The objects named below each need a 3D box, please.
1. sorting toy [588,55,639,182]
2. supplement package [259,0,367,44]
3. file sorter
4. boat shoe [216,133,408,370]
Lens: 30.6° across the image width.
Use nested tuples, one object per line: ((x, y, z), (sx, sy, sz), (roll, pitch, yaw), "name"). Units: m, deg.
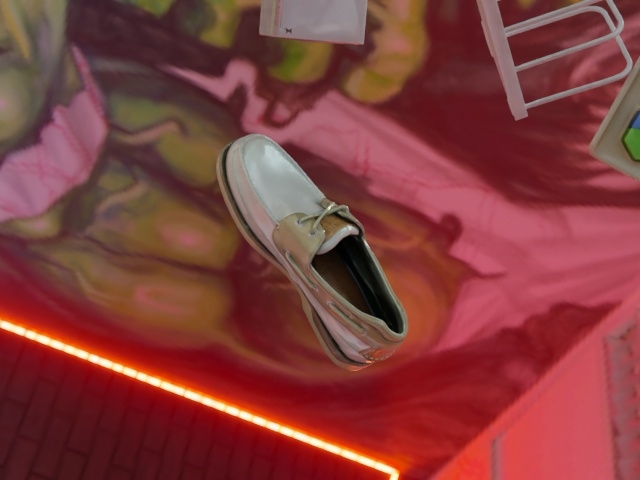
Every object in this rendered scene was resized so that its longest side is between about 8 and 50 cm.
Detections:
((0.493, -0.154, 1.569), (0.193, 0.208, 0.038), (-62, -175, 7), "sorting toy")
((-0.013, -0.381, 1.836), (0.244, 0.133, 0.139), (-130, -136, -75), "supplement package")
((0.287, -0.343, 1.531), (0.173, 0.278, 0.193), (-18, -138, 9), "file sorter")
((0.000, 0.000, 1.316), (0.113, 0.302, 0.103), (-36, -179, -36), "boat shoe")
